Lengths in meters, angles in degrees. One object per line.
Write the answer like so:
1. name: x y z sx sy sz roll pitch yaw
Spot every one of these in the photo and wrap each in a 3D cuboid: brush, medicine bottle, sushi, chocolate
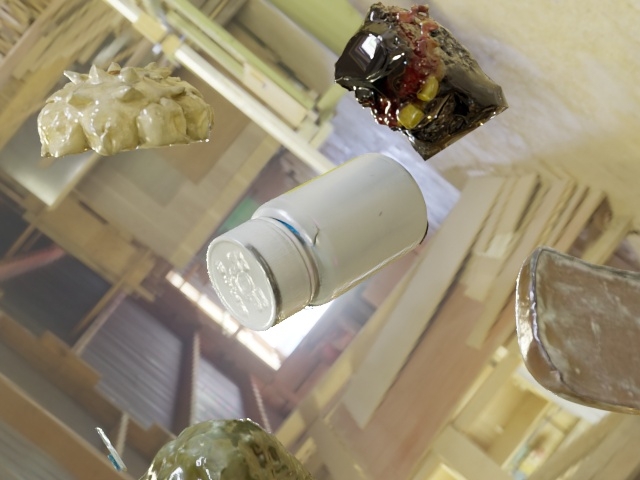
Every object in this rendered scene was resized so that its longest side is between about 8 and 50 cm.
1. brush: -0.316 0.314 1.318 0.083 0.013 0.016 49 175 28
2. medicine bottle: 0.000 0.000 1.064 0.143 0.258 0.143 28 134 34
3. sushi: 0.102 -0.210 1.084 0.150 0.153 0.172 2 -115 -43
4. chocolate: 0.300 0.111 0.913 0.254 0.156 0.080 16 150 -21

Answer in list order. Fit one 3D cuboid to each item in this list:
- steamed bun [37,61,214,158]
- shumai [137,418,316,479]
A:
1. steamed bun: -0.305 -0.215 1.379 0.292 0.296 0.137 20 119 58
2. shumai: -0.173 0.327 0.926 0.289 0.329 0.292 10 -152 28
